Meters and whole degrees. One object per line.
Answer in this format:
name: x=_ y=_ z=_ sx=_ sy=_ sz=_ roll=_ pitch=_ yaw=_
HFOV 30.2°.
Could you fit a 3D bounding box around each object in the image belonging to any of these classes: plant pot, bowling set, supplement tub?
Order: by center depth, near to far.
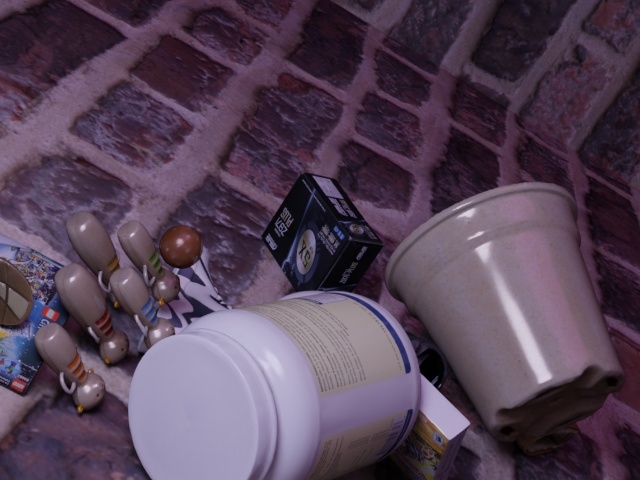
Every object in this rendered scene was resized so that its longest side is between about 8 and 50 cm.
supplement tub: x=-0.051 y=0.192 z=1.458 sx=0.235 sy=0.235 sz=0.325 roll=46 pitch=28 yaw=25
bowling set: x=-0.223 y=0.077 z=1.483 sx=0.287 sy=0.200 sz=0.154 roll=-85 pitch=156 yaw=-50
plant pot: x=0.307 y=0.131 z=1.845 sx=0.334 sy=0.334 sz=0.305 roll=8 pitch=49 yaw=-42

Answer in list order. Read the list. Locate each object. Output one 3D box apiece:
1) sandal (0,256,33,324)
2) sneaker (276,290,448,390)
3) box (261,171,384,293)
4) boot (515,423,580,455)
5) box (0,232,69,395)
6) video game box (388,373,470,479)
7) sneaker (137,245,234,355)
sandal: x=-0.420 y=0.036 z=1.411 sx=0.180 sy=0.072 sz=0.049 roll=27 pitch=4 yaw=-1
sneaker: x=0.068 y=0.155 z=1.765 sx=0.296 sy=0.104 sz=0.147 roll=22 pitch=-1 yaw=-30
box: x=0.000 y=0.000 z=1.964 sx=0.078 sy=0.147 sz=0.180 roll=9 pitch=35 yaw=-41
boot: x=0.347 y=0.237 z=2.025 sx=0.236 sy=0.089 sz=0.269 roll=-8 pitch=44 yaw=-37
box: x=-0.396 y=0.080 z=1.477 sx=0.159 sy=0.044 sz=0.233 roll=29 pitch=25 yaw=-8
video game box: x=0.105 y=0.233 z=1.638 sx=0.048 sy=0.187 sz=0.205 roll=-35 pitch=64 yaw=-24
sneaker: x=-0.153 y=0.107 z=1.659 sx=0.153 sy=0.094 sz=0.235 roll=30 pitch=25 yaw=-10
